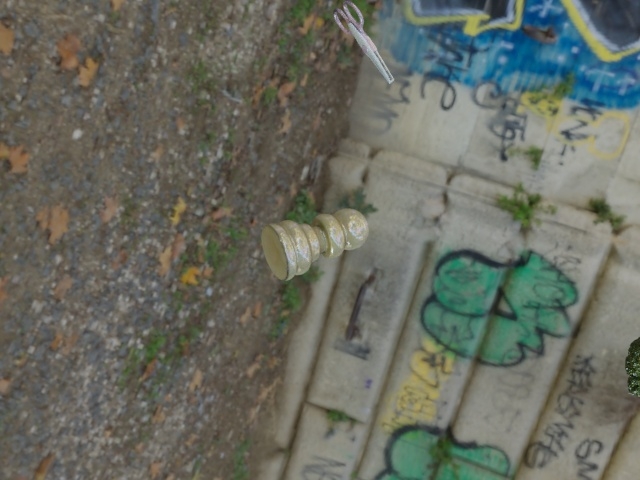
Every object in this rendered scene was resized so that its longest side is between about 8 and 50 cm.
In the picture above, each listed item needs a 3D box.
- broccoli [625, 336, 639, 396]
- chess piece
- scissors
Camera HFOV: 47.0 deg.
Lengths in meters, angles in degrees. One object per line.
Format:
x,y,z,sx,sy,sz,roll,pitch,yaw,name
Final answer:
0.604,0.214,1.289,0.146,0.162,0.138,44,21,-37,broccoli
0.000,0.000,1.182,0.170,0.094,0.094,-15,138,-25,chess piece
0.087,-0.375,1.405,0.022,0.176,0.085,-41,-167,-21,scissors
